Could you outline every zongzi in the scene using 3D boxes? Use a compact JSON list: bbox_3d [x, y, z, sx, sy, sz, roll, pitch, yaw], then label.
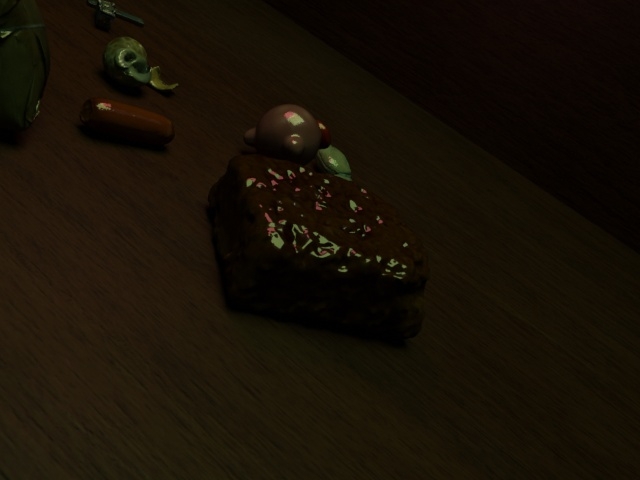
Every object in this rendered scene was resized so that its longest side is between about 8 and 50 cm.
[{"bbox_3d":[-0.583,-0.434,1.031,0.174,0.393,0.356,-8,35,-18],"label":"zongzi"}]

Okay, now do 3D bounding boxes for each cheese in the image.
[{"bbox_3d":[-0.421,-0.418,1.547,0.084,0.041,0.060,41,31,-14],"label":"cheese"}]

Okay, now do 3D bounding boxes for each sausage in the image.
[{"bbox_3d":[-0.396,-0.245,1.230,0.197,0.076,0.076,7,34,-42],"label":"sausage"}]

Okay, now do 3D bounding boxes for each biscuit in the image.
[{"bbox_3d":[0.000,0.000,1.113,0.394,0.166,0.343,14,29,-28],"label":"biscuit"}]

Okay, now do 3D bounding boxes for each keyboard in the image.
[{"bbox_3d":[-0.651,-0.727,1.880,0.176,0.014,0.055,14,30,-31],"label":"keyboard"}]

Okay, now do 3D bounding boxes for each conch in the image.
[{"bbox_3d":[-0.481,-0.438,1.458,0.116,0.106,0.173,14,44,-46],"label":"conch"}]

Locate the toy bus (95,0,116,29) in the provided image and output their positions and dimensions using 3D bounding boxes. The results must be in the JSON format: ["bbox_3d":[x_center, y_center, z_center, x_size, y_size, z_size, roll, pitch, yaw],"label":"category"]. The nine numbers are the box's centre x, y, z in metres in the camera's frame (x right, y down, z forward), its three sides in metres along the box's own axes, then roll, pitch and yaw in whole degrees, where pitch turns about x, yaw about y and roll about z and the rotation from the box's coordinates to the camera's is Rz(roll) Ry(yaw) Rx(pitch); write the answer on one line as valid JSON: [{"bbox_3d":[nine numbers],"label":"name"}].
[{"bbox_3d":[-0.637,-0.671,1.743,0.051,0.061,0.153,13,30,-29],"label":"toy bus"}]

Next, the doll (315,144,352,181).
[{"bbox_3d":[0.036,-0.210,1.625,0.103,0.072,0.214,15,34,-27],"label":"doll"}]

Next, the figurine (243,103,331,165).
[{"bbox_3d":[-0.084,-0.255,1.473,0.173,0.173,0.173,24,27,-13],"label":"figurine"}]
